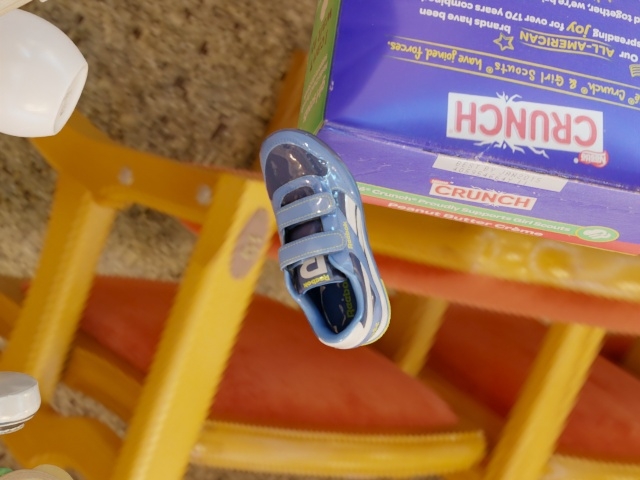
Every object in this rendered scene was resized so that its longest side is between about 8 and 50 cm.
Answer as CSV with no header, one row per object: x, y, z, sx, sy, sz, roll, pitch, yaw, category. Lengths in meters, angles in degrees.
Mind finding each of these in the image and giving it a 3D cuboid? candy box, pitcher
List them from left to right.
-0.344,-0.206,1.575,0.178,0.207,0.125,-64,180,-49,pitcher
0.137,-0.171,1.080,0.268,0.122,0.317,12,66,-7,candy box

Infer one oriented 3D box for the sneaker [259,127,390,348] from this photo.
0.000,0.000,0.913,0.144,0.053,0.059,67,23,-2,sneaker

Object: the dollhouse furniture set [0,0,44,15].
-0.420,-0.349,1.382,0.198,0.303,0.286,-26,145,3,dollhouse furniture set

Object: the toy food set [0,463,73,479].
-0.170,0.172,0.870,0.082,0.020,0.083,-1,76,-43,toy food set

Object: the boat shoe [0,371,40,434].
-0.279,0.139,1.093,0.077,0.219,0.070,-18,96,-51,boat shoe
